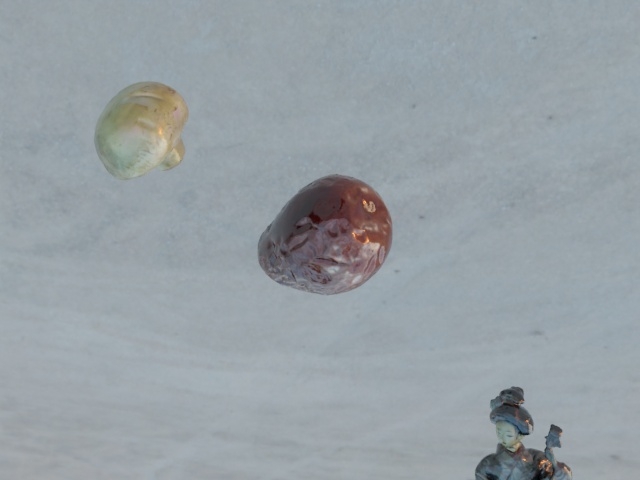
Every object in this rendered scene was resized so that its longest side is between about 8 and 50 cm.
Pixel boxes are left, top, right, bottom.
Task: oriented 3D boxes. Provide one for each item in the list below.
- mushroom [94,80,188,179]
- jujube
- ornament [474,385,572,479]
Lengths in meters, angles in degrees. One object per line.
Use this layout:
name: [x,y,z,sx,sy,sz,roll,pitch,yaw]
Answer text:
mushroom: [-0.237,-0.143,0.893,0.148,0.148,0.112,-15,141,34]
jujube: [0.000,0.000,1.105,0.189,0.190,0.255,21,155,-29]
ornament: [0.217,0.256,0.695,0.166,0.196,0.153,-13,-176,12]
